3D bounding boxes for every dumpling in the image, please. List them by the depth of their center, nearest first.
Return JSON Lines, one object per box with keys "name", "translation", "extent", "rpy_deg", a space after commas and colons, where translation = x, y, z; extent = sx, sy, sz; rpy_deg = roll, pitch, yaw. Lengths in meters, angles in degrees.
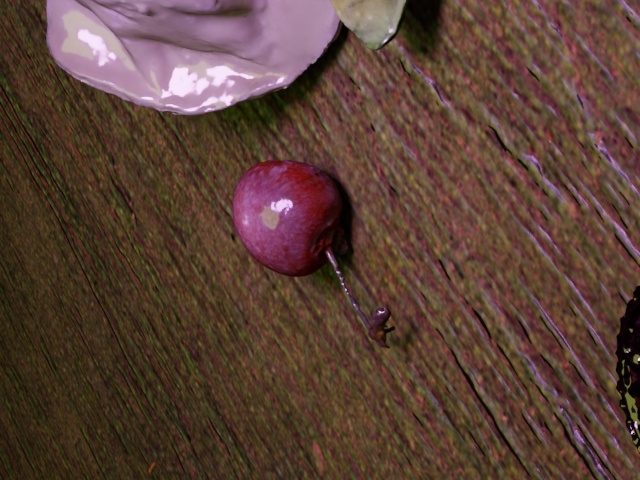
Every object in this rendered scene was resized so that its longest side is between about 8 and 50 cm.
{"name": "dumpling", "translation": [-0.100, -0.288, 1.636], "extent": [0.315, 0.233, 0.395], "rpy_deg": [29, 117, 12]}

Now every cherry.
{"name": "cherry", "translation": [0.000, 0.000, 1.642], "extent": [0.225, 0.090, 0.107], "rpy_deg": [37, 116, 34]}

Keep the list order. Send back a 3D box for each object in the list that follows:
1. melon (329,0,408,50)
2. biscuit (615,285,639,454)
{"name": "melon", "translation": [-0.001, -0.315, 1.446], "extent": [0.196, 0.124, 0.323], "rpy_deg": [3, 131, 50]}
{"name": "biscuit", "translation": [0.279, 0.103, 1.249], "extent": [0.194, 0.053, 0.195], "rpy_deg": [27, 122, 52]}
